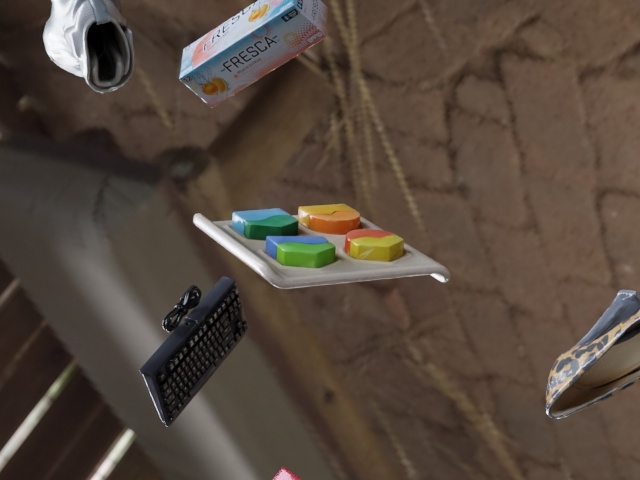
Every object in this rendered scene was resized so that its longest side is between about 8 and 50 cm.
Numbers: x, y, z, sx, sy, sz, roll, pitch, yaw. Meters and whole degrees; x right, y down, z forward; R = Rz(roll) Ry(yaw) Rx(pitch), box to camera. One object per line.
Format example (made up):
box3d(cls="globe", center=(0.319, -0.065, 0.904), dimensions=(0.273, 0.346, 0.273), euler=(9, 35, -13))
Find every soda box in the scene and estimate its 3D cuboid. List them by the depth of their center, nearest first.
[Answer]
box3d(cls="soda box", center=(-0.080, -0.233, 1.705), dimensions=(0.183, 0.058, 0.063), euler=(-28, 129, 28))

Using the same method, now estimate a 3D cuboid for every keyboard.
box3d(cls="keyboard", center=(-0.134, 0.108, 1.566), dimensions=(0.023, 0.180, 0.108), euler=(-1, 121, 31))

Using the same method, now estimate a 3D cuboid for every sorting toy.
box3d(cls="sorting toy", center=(0.000, 0.000, 1.450), dimensions=(0.193, 0.208, 0.038), euler=(33, 119, 58))

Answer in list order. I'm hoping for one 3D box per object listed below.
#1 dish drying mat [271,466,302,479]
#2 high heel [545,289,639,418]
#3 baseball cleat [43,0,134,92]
box3d(cls="dish drying mat", center=(-0.013, 0.249, 1.357), dimensions=(0.083, 0.032, 0.008), euler=(36, 167, 22))
box3d(cls="high heel", center=(0.361, 0.132, 1.598), dimensions=(0.093, 0.186, 0.261), euler=(46, 161, -14))
box3d(cls="baseball cleat", center=(-0.201, -0.165, 1.257), dimensions=(0.206, 0.072, 0.109), euler=(103, 151, -73))
